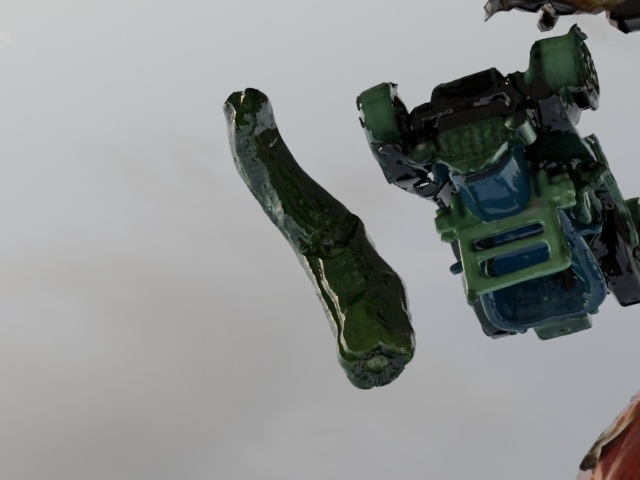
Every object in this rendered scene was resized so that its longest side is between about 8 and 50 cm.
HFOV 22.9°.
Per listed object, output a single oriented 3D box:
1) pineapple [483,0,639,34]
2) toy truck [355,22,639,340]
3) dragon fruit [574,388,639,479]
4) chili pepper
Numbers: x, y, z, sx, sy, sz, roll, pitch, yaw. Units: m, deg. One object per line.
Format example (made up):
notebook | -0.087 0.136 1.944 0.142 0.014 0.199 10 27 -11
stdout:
pineapple | 0.130 -0.243 0.724 0.262 0.262 0.272 4 -159 1
toy truck | 0.076 -0.001 0.564 0.080 0.154 0.078 -16 -125 15
dragon fruit | 0.259 0.173 0.919 0.252 0.241 0.241 -21 -152 1
chili pepper | 0.001 -0.001 0.871 0.182 0.050 0.073 58 -167 19
